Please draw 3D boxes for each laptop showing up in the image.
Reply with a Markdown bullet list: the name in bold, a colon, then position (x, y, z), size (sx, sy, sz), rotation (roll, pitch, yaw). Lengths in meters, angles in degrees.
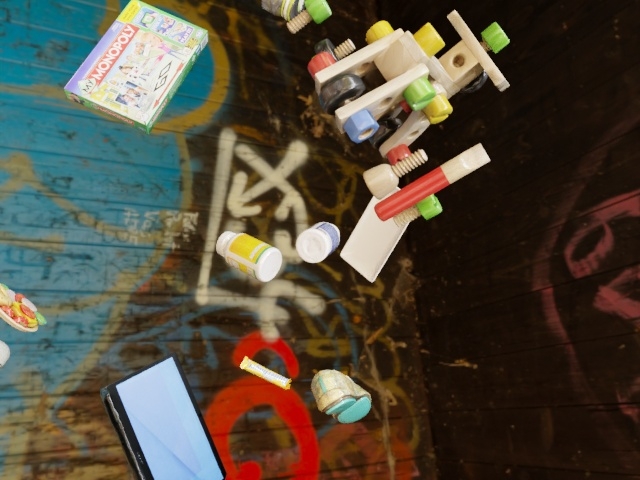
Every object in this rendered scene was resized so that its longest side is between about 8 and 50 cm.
- **laptop**: position (-0.205, 0.290, 0.758), size (0.235, 0.136, 0.264), rotation (66, -27, 2)

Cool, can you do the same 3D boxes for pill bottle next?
- **pill bottle**: position (0.000, 0.000, 1.064), size (0.120, 0.067, 0.067), rotation (-35, 139, -70)
- **pill bottle**: position (-0.239, 0.045, 1.752), size (0.208, 0.117, 0.118), rotation (23, -71, 29)

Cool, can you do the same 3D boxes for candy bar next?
- **candy bar**: position (-0.161, 0.395, 1.584), size (0.018, 0.161, 0.040), rotation (-56, -172, 45)

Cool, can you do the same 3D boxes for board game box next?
- **board game box**: position (-0.444, -0.435, 1.315), size (0.046, 0.213, 0.318), rotation (115, -2, -68)

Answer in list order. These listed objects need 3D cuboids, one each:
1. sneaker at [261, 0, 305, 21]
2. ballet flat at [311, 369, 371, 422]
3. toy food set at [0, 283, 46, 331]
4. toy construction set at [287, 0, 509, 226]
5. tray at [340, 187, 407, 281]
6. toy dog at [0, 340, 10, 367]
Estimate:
- **sneaker**: position (-0.084, -0.770, 1.497), size (0.111, 0.121, 0.300), rotation (41, 66, -81)
- **ballet flat**: position (0.056, 0.412, 1.433), size (0.348, 0.123, 0.123), rotation (55, 24, -63)
- **toy food set**: position (-0.405, 0.088, 0.707), size (0.083, 0.020, 0.082), rotation (45, -10, 8)
- **toy construction set**: position (0.142, -0.189, 0.686), size (0.237, 0.257, 0.309), rotation (-30, -129, 19)
- **tray**: position (0.174, -0.027, 1.549), size (0.145, 0.030, 0.271), rotation (41, -70, 34)
- **toy dog**: position (-0.759, 0.180, 0.966), size (0.161, 0.333, 0.220), rotation (-110, -144, -57)
